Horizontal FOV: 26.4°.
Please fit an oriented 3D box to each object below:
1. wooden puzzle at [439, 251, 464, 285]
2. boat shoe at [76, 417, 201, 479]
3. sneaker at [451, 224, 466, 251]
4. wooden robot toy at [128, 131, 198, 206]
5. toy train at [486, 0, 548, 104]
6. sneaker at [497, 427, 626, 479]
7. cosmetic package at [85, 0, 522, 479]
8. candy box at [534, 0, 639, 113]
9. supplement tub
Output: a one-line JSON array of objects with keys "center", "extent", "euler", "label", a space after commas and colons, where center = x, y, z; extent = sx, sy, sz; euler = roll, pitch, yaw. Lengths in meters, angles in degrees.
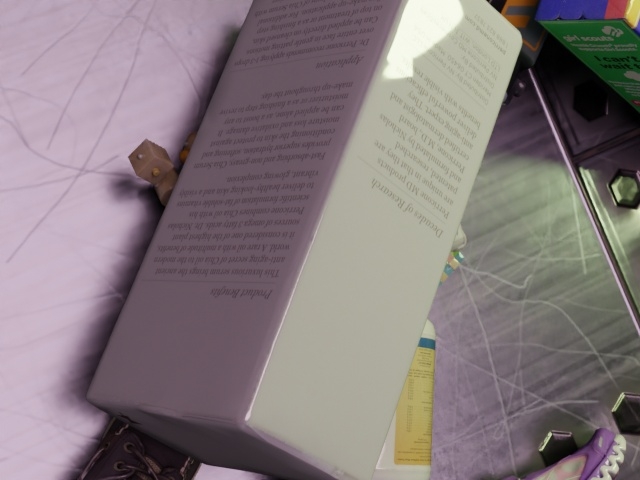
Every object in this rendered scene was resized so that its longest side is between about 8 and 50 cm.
[{"center": [0.121, 0.018, 1.446], "extent": [0.049, 0.006, 0.083], "euler": [47, 72, -8], "label": "wooden puzzle"}, {"center": [-0.180, 0.238, 1.270], "extent": [0.103, 0.092, 0.285], "euler": [41, 73, -10], "label": "boat shoe"}, {"center": [0.116, -0.074, 1.431], "extent": [0.083, 0.071, 0.191], "euler": [-2, 86, -32], "label": "sneaker"}, {"center": [-0.123, -0.073, 1.351], "extent": [0.173, 0.076, 0.079], "euler": [7, 40, -41], "label": "wooden robot toy"}, {"center": [0.192, -0.304, 1.447], "extent": [0.190, 0.142, 0.334], "euler": [31, 75, -23], "label": "toy train"}, {"center": [0.226, 0.272, 1.412], "extent": [0.104, 0.095, 0.236], "euler": [34, 61, 20], "label": "sneaker"}, {"center": [-0.009, -0.023, 1.228], "extent": [0.161, 0.230, 0.453], "euler": [35, 67, -36], "label": "cosmetic package"}, {"center": [0.387, -0.278, 1.450], "extent": [0.317, 0.122, 0.268], "euler": [29, 74, -40], "label": "candy box"}, {"center": [0.038, 0.172, 1.325], "extent": [0.144, 0.144, 0.200], "euler": [6, 82, -18], "label": "supplement tub"}]
